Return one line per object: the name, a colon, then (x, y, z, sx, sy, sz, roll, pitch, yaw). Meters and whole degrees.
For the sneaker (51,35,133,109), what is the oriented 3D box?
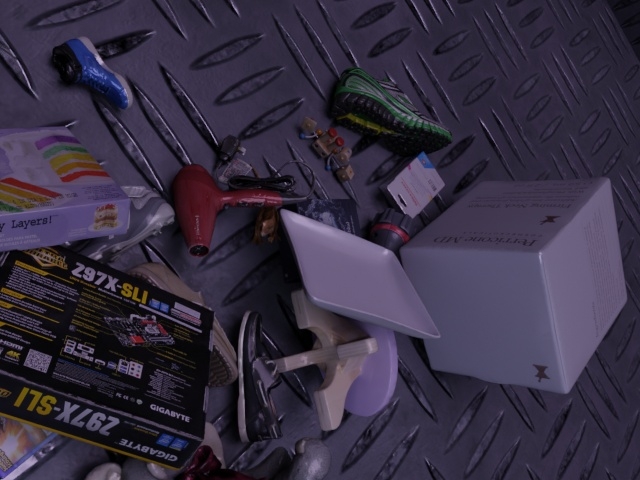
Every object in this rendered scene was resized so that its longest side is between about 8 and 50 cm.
sneaker: (-0.403, -0.281, 1.130, 0.152, 0.058, 0.084, 53, 45, -7)

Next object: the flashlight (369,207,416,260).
flashlight: (0.118, 0.071, 1.397, 0.103, 0.103, 0.304, 42, 53, -21)

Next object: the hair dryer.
hair dryer: (-0.161, -0.086, 1.181, 0.224, 0.080, 0.293, 23, 55, 20)

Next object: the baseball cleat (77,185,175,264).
baseball cleat: (-0.348, -0.025, 1.097, 0.109, 0.072, 0.206, 51, 46, 4)

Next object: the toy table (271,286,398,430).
toy table: (0.025, 0.204, 1.212, 0.161, 0.252, 0.274, -2, 65, -56)

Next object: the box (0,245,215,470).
box: (-0.306, 0.143, 0.883, 0.322, 0.079, 0.257, 27, 27, -22)

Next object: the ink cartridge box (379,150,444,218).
ink cartridge box: (0.213, -0.123, 1.562, 0.181, 0.062, 0.104, -43, 102, -39)

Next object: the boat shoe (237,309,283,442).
boat shoe: (-0.107, 0.241, 1.164, 0.084, 0.079, 0.233, 53, 32, -77)

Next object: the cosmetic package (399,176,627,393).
cosmetic package: (0.446, 0.079, 1.455, 0.394, 0.330, 0.327, -35, 116, -41)

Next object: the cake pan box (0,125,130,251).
cake pan box: (-0.450, -0.080, 0.933, 0.267, 0.070, 0.246, -11, 39, -40)

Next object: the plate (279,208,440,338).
plate: (0.058, 0.068, 1.187, 0.278, 0.045, 0.277, 21, 26, -27)

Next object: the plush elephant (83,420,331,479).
plush elephant: (-0.189, 0.372, 0.976, 0.255, 0.330, 0.272, 44, 37, 9)

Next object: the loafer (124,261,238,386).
loafer: (-0.226, 0.136, 1.106, 0.268, 0.102, 0.092, 56, 26, -19)

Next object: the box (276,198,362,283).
box: (0.000, 0.000, 1.335, 0.158, 0.093, 0.155, -3, 77, -38)

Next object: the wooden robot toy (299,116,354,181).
wooden robot toy: (0.029, -0.220, 1.449, 0.173, 0.076, 0.079, 49, 41, -15)

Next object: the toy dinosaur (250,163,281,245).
toy dinosaur: (-0.104, -0.054, 1.280, 0.064, 0.112, 0.211, 2, 31, -15)

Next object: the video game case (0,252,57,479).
video game case: (-0.446, 0.160, 0.951, 0.244, 0.061, 0.269, -40, 100, -40)

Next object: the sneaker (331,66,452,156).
sneaker: (0.187, -0.312, 1.558, 0.344, 0.134, 0.146, 22, 62, -30)
